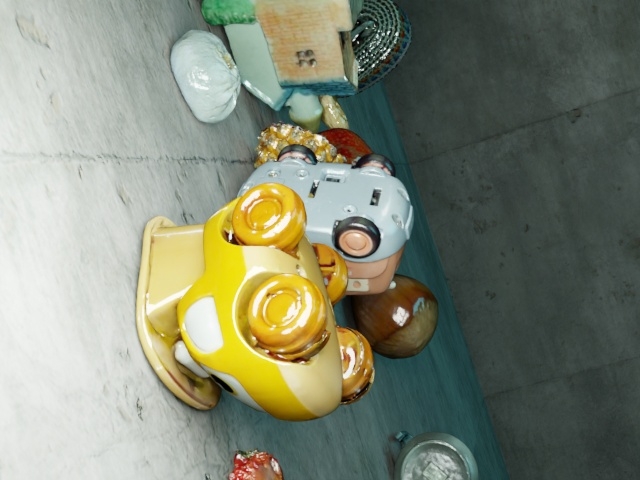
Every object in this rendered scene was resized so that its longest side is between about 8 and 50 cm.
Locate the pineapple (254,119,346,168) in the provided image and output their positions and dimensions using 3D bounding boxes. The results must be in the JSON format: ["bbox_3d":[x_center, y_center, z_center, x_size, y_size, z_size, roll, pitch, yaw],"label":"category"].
[{"bbox_3d":[-0.049,-0.097,1.479,0.176,0.161,0.137,126,-15,-70],"label":"pineapple"}]

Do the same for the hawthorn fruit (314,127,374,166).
[{"bbox_3d":[0.057,-0.120,1.653,0.203,0.162,0.163,20,47,-36],"label":"hawthorn fruit"}]

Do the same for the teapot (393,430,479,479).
[{"bbox_3d":[0.236,0.479,1.835,0.203,0.171,0.225,45,-1,17],"label":"teapot"}]

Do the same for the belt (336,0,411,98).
[{"bbox_3d":[0.074,-0.481,2.143,0.207,0.295,0.160,60,15,9],"label":"belt"}]

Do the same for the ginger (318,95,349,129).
[{"bbox_3d":[-0.016,-0.318,1.752,0.131,0.086,0.295,94,-23,-53],"label":"ginger"}]

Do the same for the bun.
[{"bbox_3d":[-0.162,-0.247,1.305,0.141,0.083,0.141,-19,90,-79],"label":"bun"}]

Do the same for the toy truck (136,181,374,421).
[{"bbox_3d":[-0.074,0.073,0.993,0.204,0.211,0.288,52,21,-53],"label":"toy truck"}]

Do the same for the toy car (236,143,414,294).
[{"bbox_3d":[0.006,-0.009,1.355,0.181,0.270,0.212,-72,166,-47],"label":"toy car"}]

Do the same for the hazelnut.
[{"bbox_3d":[0.155,0.150,1.862,0.214,0.176,0.214,51,-6,7],"label":"hazelnut"}]

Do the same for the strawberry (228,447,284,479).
[{"bbox_3d":[-0.071,0.313,1.043,0.104,0.048,0.152,52,21,-46],"label":"strawberry"}]

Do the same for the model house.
[{"bbox_3d":[-0.038,-0.346,1.588,0.194,0.267,0.325,-72,156,-46],"label":"model house"}]

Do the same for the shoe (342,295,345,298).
[{"bbox_3d":[0.038,0.062,1.733,0.099,0.071,0.169,62,14,-45],"label":"shoe"}]
